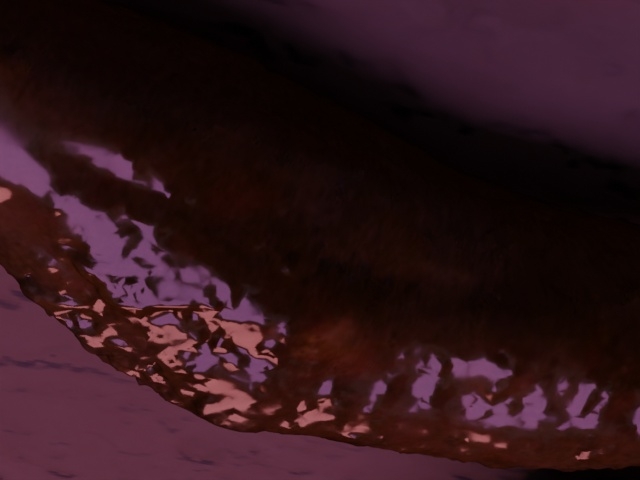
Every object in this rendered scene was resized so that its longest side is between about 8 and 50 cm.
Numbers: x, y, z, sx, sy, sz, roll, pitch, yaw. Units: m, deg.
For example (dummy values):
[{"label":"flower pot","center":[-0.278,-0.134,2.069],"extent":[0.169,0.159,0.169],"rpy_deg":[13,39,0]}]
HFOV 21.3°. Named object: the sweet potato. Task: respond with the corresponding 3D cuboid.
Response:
[{"label":"sweet potato","center":[0.000,0.003,0.478],"extent":[0.341,0.092,0.114],"rpy_deg":[18,119,-20]}]
